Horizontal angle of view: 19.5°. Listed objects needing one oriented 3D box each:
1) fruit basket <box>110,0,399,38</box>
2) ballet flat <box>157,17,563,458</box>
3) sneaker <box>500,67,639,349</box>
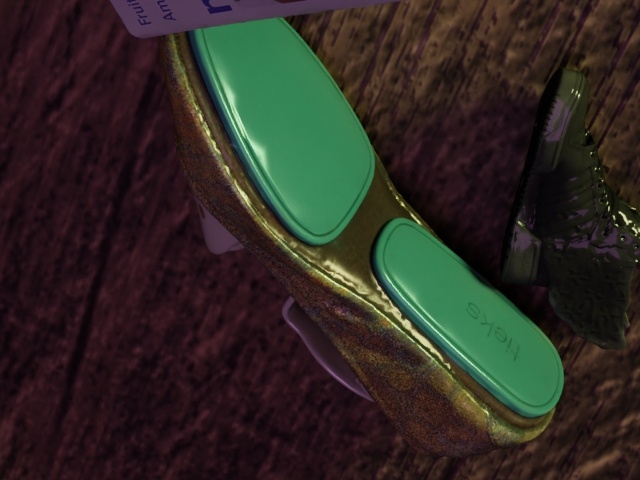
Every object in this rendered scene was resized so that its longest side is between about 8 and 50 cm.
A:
[{"bbox_3d":[-0.019,-0.222,0.827,0.353,0.165,0.327,-8,133,26],"label":"fruit basket"},{"bbox_3d":[0.000,0.000,1.098,0.123,0.123,0.348,-34,107,27],"label":"ballet flat"},{"bbox_3d":[0.158,-0.017,1.084,0.089,0.051,0.170,13,122,0],"label":"sneaker"}]
